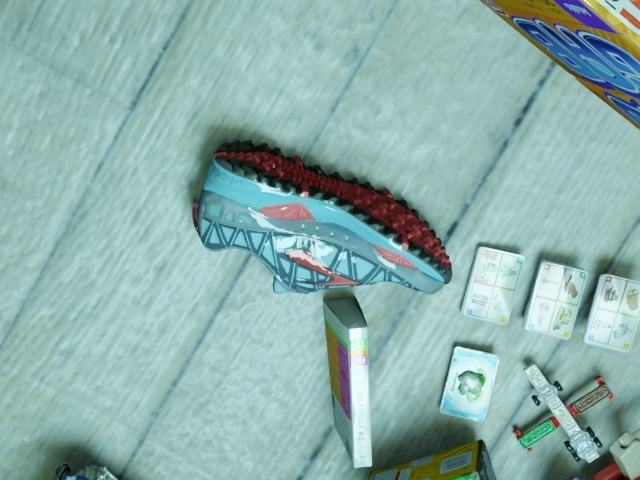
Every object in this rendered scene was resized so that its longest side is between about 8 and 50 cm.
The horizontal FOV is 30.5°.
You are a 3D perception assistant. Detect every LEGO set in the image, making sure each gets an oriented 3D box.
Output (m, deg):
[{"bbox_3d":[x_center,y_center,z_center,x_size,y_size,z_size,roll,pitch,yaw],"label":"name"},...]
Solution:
[{"bbox_3d":[0.224,0.137,1.243,0.182,0.060,0.244,12,102,0],"label":"LEGO set"}]

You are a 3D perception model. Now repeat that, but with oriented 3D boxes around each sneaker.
[{"bbox_3d":[0.000,0.000,1.144,0.261,0.104,0.125,24,118,-10],"label":"sneaker"}]

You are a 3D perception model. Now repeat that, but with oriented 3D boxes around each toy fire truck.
[{"bbox_3d":[0.323,0.241,1.241,0.192,0.047,0.135,-10,126,-37],"label":"toy fire truck"}]

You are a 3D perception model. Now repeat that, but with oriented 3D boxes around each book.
[{"bbox_3d":[0.030,0.140,1.172,0.035,0.096,0.144,-5,106,-8],"label":"book"}]

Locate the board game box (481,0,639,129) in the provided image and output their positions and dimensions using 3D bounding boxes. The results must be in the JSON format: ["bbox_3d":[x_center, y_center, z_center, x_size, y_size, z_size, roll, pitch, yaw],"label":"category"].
[{"bbox_3d":[0.383,-0.258,0.985,0.356,0.356,0.356,35,98,-16],"label":"board game box"}]

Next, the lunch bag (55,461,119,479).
[{"bbox_3d":[-0.190,0.395,1.148,0.305,0.212,0.256,38,58,-17],"label":"lunch bag"}]

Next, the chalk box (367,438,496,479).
[{"bbox_3d":[0.135,0.332,1.187,0.132,0.132,0.213,-18,92,11],"label":"chalk box"}]
